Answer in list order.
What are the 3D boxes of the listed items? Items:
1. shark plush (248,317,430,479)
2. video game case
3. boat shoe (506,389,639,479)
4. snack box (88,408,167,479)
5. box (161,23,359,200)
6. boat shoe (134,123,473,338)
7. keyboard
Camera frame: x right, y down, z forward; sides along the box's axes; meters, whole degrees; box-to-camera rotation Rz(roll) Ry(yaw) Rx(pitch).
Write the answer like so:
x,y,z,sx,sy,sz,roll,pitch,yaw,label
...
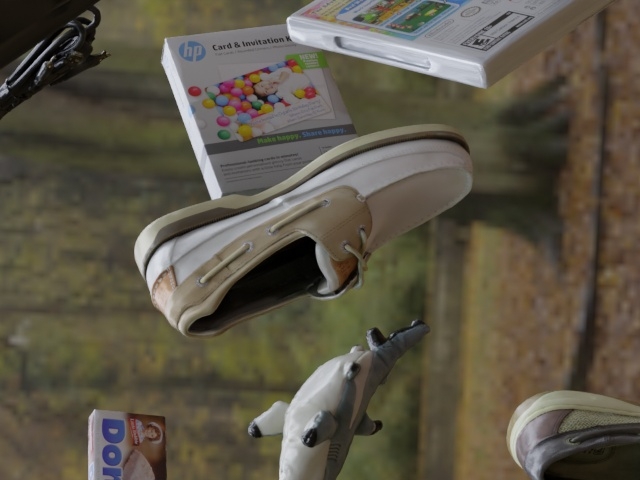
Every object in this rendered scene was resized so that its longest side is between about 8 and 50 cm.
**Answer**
x,y,z,sx,sy,sz,roll,pitch,yaw,label
0.016,0.114,1.364,0.067,0.073,0.161,54,-130,-24,shark plush
0.085,-0.135,1.071,0.157,0.143,0.019,-35,-53,-34,video game case
0.228,0.144,1.221,0.073,0.223,0.080,-96,15,-61,boat shoe
-0.159,0.228,1.626,0.022,0.064,0.178,128,144,-55,snack box
-0.050,-0.113,1.790,0.038,0.145,0.186,105,150,-51,box
0.000,0.000,1.669,0.113,0.302,0.103,75,171,-51,boat shoe
-0.233,-0.085,1.107,0.033,0.317,0.201,62,-168,16,keyboard
